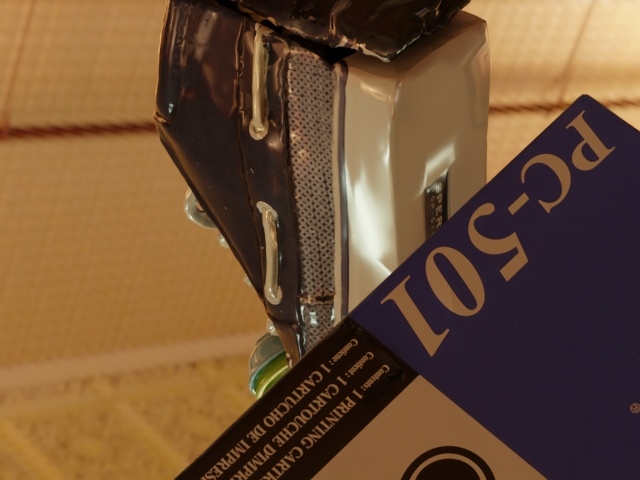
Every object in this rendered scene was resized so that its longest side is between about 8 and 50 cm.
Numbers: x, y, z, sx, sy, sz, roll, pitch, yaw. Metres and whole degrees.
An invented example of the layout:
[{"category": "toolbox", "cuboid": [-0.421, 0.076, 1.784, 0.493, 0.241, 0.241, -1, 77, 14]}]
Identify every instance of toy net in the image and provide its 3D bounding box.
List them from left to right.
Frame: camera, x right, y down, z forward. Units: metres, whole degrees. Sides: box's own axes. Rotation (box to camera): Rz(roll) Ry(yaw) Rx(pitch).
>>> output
[{"category": "toy net", "cuboid": [0.033, 0.036, 1.470, 0.122, 0.232, 0.045, 0, -133, -44]}]

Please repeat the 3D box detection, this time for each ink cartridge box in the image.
[{"category": "ink cartridge box", "cuboid": [0.034, 0.063, 0.504, 0.207, 0.046, 0.097, -42, -121, -15]}]

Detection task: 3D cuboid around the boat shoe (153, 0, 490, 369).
[{"category": "boat shoe", "cuboid": [0.000, 0.000, 1.056, 0.158, 0.340, 0.127, 22, -142, 30]}]
